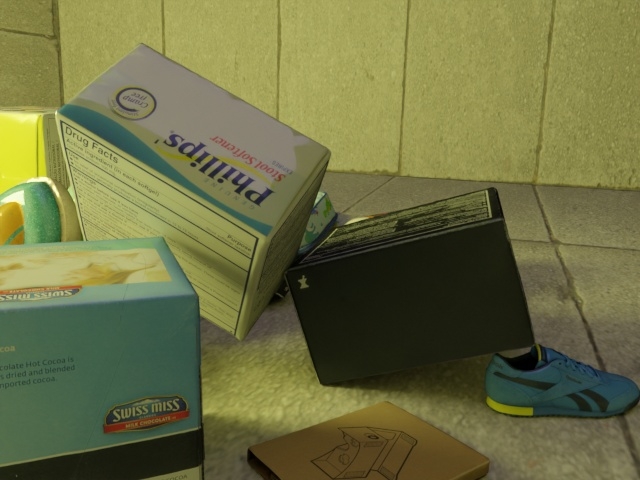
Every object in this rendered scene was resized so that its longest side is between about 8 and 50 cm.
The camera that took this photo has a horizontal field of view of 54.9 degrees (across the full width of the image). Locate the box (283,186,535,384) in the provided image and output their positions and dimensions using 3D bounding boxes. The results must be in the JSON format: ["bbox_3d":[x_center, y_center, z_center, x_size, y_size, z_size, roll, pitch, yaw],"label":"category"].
[{"bbox_3d":[0.140,0.057,0.920,0.296,0.182,0.294,-14,8,17],"label":"box"}]

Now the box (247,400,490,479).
[{"bbox_3d":[0.048,0.232,0.649,0.201,0.021,0.164,-8,16,-35],"label":"box"}]

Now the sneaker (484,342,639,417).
[{"bbox_3d":[0.315,0.177,0.792,0.210,0.082,0.069,2,11,-6],"label":"sneaker"}]

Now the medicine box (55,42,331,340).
[{"bbox_3d":[-0.157,-0.045,0.771,0.264,0.289,0.149,30,57,5],"label":"medicine box"}]

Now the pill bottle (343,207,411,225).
[{"bbox_3d":[0.172,0.017,1.282,0.162,0.162,0.279,14,18,42],"label":"pill bottle"}]

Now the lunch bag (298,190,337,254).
[{"bbox_3d":[-0.083,-0.033,1.465,0.219,0.090,0.176,-8,29,36],"label":"lunch bag"}]

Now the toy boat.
[{"bbox_3d":[-0.410,0.049,0.887,0.318,0.267,0.148,23,4,27],"label":"toy boat"}]

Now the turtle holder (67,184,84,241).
[{"bbox_3d":[-0.365,-0.008,1.122,0.243,0.320,0.227,4,38,-40],"label":"turtle holder"}]

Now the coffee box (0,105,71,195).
[{"bbox_3d":[-0.695,-0.157,1.534,0.338,0.338,0.334,6,14,18],"label":"coffee box"}]

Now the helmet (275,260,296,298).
[{"bbox_3d":[-0.129,0.043,1.174,0.162,0.169,0.169,-20,19,-15],"label":"helmet"}]

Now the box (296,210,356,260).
[{"bbox_3d":[0.000,0.000,1.475,0.179,0.043,0.105,-31,23,-13],"label":"box"}]

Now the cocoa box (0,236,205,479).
[{"bbox_3d":[-0.300,0.133,0.573,0.347,0.227,0.231,-4,14,-21],"label":"cocoa box"}]
